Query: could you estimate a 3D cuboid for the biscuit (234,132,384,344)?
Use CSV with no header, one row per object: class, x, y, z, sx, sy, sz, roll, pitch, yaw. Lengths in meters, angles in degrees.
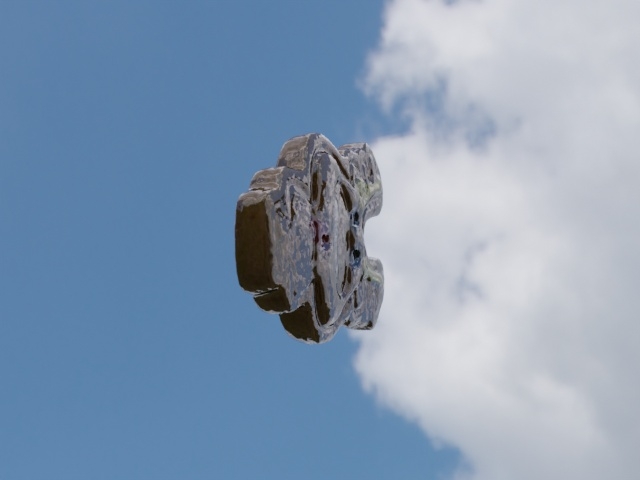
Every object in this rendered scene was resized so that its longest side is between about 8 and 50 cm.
biscuit,0.003,0.000,1.242,0.044,0.295,0.186,-3,-86,21
